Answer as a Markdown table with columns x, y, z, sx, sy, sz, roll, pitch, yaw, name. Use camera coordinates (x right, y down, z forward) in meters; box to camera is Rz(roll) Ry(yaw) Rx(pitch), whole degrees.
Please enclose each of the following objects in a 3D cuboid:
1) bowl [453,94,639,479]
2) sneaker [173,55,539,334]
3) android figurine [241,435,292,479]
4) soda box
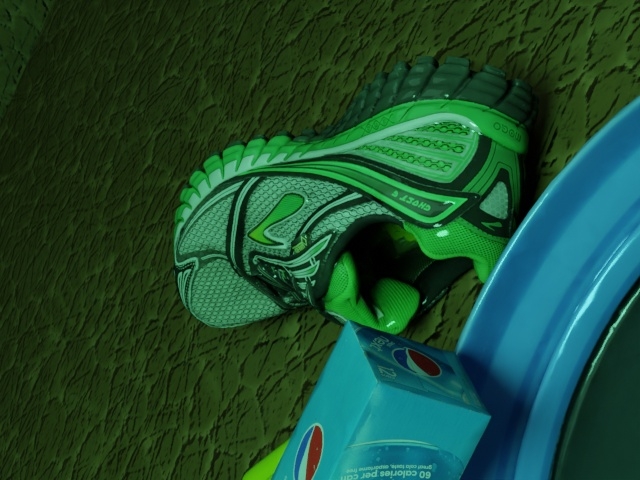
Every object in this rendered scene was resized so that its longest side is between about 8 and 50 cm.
| x | y | z | sx | sy | sz | roll | pitch | yaw | name |
| --- | --- | --- | --- | --- | --- | --- | --- | --- | --- |
| 0.190 | 0.089 | 0.620 | 0.391 | 0.077 | 0.391 | -41 | 35 | 39 | bowl |
| 0.000 | 0.000 | 0.974 | 0.343 | 0.134 | 0.146 | -28 | 45 | 49 | sneaker |
| -0.010 | 0.222 | 0.889 | 0.273 | 0.056 | 0.248 | -45 | 33 | 35 | android figurine |
| 0.008 | 0.153 | 0.743 | 0.071 | 0.067 | 0.210 | -116 | 47 | -64 | soda box |
